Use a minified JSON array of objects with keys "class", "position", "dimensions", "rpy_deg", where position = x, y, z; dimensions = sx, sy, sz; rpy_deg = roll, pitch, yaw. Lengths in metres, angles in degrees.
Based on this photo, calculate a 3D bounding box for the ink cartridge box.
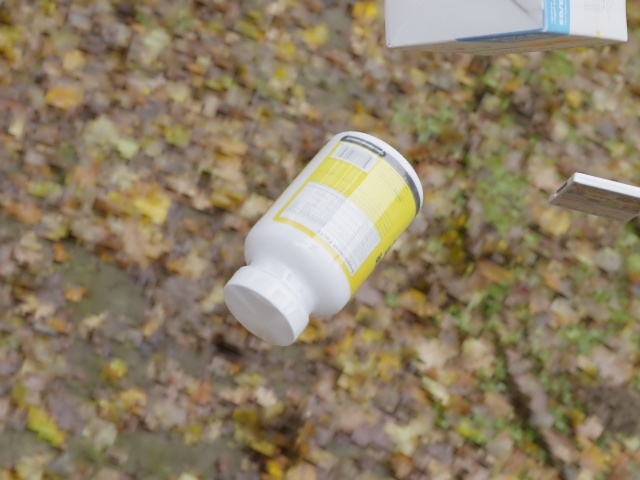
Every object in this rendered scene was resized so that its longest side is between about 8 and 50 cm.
[{"class":"ink cartridge box","position":[0.126,-0.150,0.957],"dimensions":[0.104,0.061,0.181],"rpy_deg":[-1,4,30]}]

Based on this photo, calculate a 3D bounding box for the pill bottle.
[{"class":"pill bottle","position":[0.000,0.000,1.307],"dimensions":[0.103,0.103,0.184],"rpy_deg":[34,62,11]}]

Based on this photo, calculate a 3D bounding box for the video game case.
[{"class":"video game case","position":[0.289,-0.043,1.573],"dimensions":[0.087,0.122,0.011],"rpy_deg":[14,80,-1]}]
